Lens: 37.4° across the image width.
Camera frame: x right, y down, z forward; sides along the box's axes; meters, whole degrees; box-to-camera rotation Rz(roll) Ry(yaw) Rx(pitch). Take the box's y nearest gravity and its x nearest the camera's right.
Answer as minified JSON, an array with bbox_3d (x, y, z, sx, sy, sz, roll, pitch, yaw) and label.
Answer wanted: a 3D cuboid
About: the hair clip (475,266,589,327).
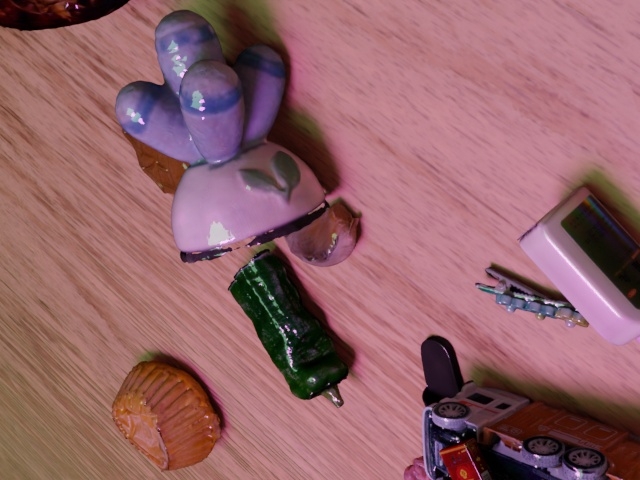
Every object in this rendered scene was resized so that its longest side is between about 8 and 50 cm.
[{"bbox_3d":[0.280,0.081,1.216,0.173,0.049,0.049,19,129,32],"label":"hair clip"}]

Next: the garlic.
[{"bbox_3d":[0.006,0.002,1.409,0.152,0.066,0.084,-30,67,46],"label":"garlic"}]

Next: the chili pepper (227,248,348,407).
[{"bbox_3d":[-0.044,0.156,1.528,0.270,0.099,0.136,53,131,9],"label":"chili pepper"}]

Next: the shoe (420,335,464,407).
[{"bbox_3d":[0.177,0.230,1.404,0.071,0.049,0.179,5,120,43],"label":"shoe"}]

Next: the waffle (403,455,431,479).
[{"bbox_3d":[0.233,0.417,1.473,0.221,0.055,0.234,-30,94,49],"label":"waffle"}]

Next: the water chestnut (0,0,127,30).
[{"bbox_3d":[-0.395,-0.467,1.334,0.350,0.350,0.302,-16,63,48],"label":"water chestnut"}]

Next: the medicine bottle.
[{"bbox_3d":[0.334,0.047,1.077,0.219,0.115,0.078,48,138,7],"label":"medicine bottle"}]

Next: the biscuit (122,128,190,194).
[{"bbox_3d":[-0.255,-0.151,1.569,0.215,0.034,0.182,23,130,32],"label":"biscuit"}]

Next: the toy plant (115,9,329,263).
[{"bbox_3d":[-0.145,-0.158,1.322,0.247,0.247,0.332,-5,109,45],"label":"toy plant"}]

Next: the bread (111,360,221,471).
[{"bbox_3d":[-0.316,0.355,1.894,0.240,0.139,0.240,26,131,34],"label":"bread"}]

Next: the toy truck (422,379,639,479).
[{"bbox_3d":[0.290,0.290,1.253,0.305,0.162,0.136,15,116,44],"label":"toy truck"}]

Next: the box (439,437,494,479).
[{"bbox_3d":[0.193,0.300,1.221,0.051,0.023,0.082,-32,81,48],"label":"box"}]
